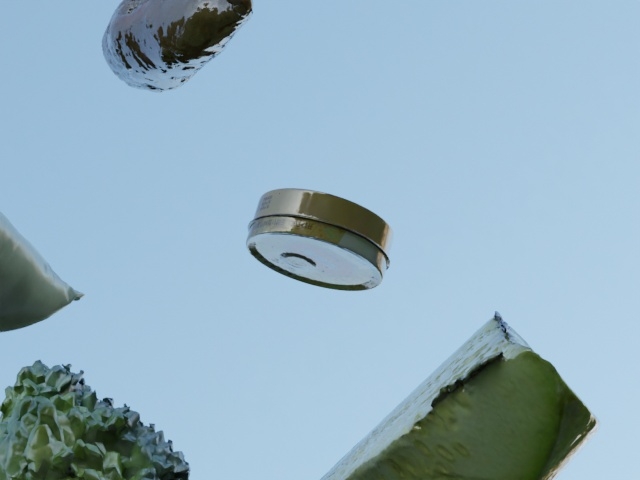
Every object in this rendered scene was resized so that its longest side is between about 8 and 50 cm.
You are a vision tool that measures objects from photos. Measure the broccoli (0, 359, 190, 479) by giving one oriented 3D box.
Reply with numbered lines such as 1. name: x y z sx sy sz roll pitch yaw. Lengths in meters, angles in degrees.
1. broccoli: -0.233 0.223 1.069 0.397 0.353 0.275 32 -30 -10

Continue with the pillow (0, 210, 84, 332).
1. pillow: -0.238 -0.032 0.953 0.144 0.078 0.254 -12 -47 11

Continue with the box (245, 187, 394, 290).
1. box: 0.000 0.000 1.278 0.105 0.105 0.037 41 -121 -48

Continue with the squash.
1. squash: 0.051 0.165 1.088 0.252 0.093 0.169 -43 1 2

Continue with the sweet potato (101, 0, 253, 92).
1. sweet potato: -0.078 -0.111 0.922 0.060 0.206 0.068 -5 -85 -22
